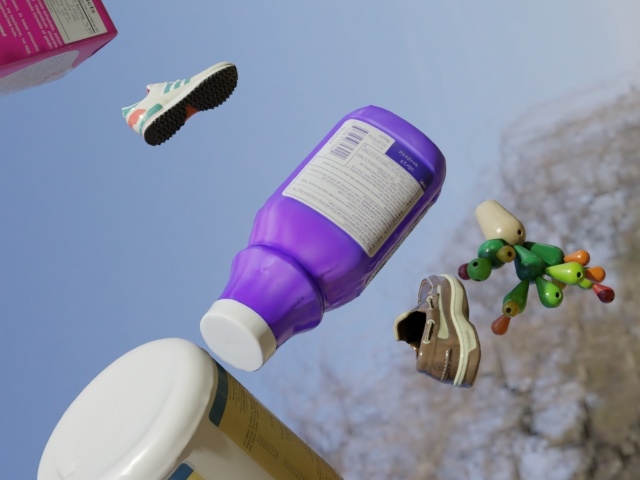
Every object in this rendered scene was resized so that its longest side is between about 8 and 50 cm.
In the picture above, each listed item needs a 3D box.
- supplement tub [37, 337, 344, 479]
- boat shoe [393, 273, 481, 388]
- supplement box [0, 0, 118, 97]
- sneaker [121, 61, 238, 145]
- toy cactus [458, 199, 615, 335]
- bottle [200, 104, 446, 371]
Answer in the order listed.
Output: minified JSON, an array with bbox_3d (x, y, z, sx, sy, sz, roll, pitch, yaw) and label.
[{"bbox_3d":[-0.069,0.174,1.139,0.200,0.144,0.144,45,-150,-25],"label":"supplement tub"},{"bbox_3d":[0.145,0.107,2.327,0.257,0.095,0.095,-107,26,-70],"label":"boat shoe"},{"bbox_3d":[-0.318,-0.196,1.658,0.220,0.111,0.114,-23,-94,-47],"label":"supplement box"},{"bbox_3d":[-0.181,-0.188,2.227,0.075,0.161,0.057,37,154,32],"label":"sneaker"},{"bbox_3d":[0.248,0.027,2.175,0.219,0.112,0.180,-4,-136,-31],"label":"toy cactus"},{"bbox_3d":[0.000,0.000,1.559,0.118,0.092,0.283,35,-125,7],"label":"bottle"}]
